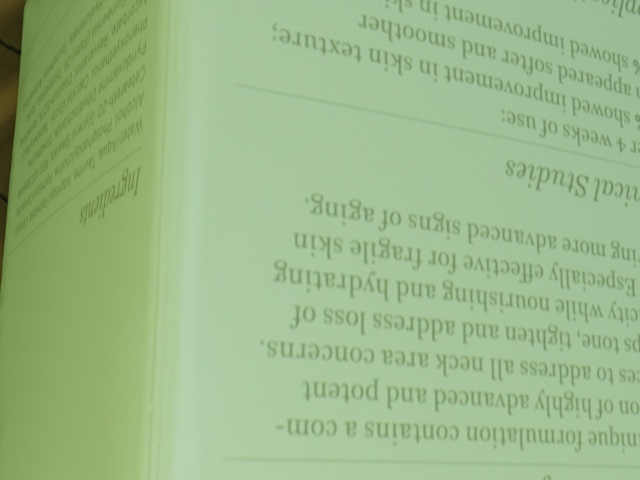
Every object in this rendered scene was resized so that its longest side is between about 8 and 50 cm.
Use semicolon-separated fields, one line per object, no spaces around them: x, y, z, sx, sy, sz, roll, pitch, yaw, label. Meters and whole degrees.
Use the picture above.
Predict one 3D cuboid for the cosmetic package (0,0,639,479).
0.000;0.000;0.648;0.329;0.327;0.394;8;75;-28;cosmetic package
